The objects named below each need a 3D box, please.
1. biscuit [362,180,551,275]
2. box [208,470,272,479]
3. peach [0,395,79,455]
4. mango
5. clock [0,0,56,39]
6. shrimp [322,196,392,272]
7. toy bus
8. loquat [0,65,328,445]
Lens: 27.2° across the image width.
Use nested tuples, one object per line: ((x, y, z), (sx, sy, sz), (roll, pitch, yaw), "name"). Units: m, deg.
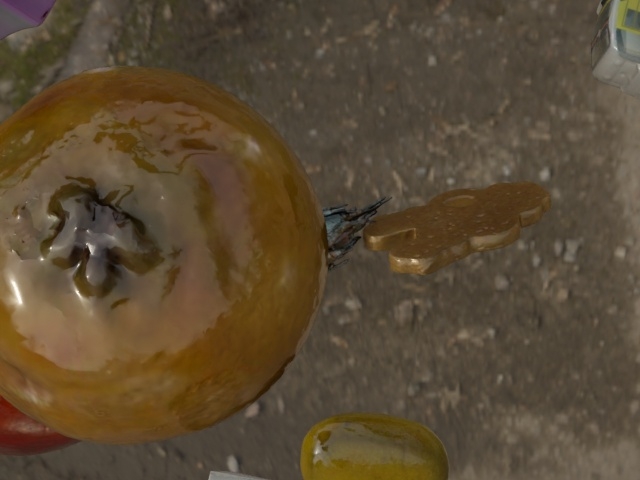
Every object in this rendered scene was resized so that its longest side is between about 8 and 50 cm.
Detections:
((0.170, -0.020, 1.602), (0.236, 0.040, 0.144), (-17, 34, -21), "biscuit")
((-0.052, 0.220, 1.111), (0.084, 0.154, 0.040), (13, 79, 2), "box")
((-0.385, 0.073, 1.574), (0.388, 0.388, 0.388), (-3, 60, 5), "peach")
((0.057, 0.245, 1.452), (0.137, 0.195, 0.098), (-47, 35, 10), "mango")
((-0.348, -0.275, 1.113), (0.338, 0.102, 0.338), (-12, 66, 28), "clock")
((0.000, 0.000, 1.565), (0.233, 0.090, 0.079), (-35, 29, -27), "shrimp")
((0.402, -0.173, 1.327), (0.268, 0.092, 0.106), (20, 71, 0), "toy bus")
((-0.153, 0.011, 1.108), (0.328, 0.328, 0.328), (-3, 60, 5), "loquat")
